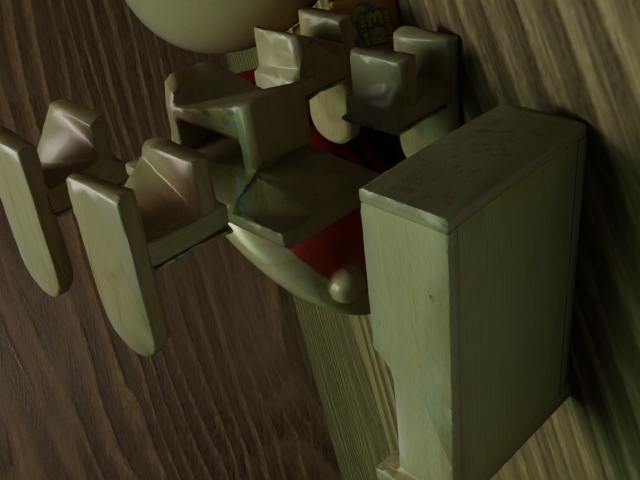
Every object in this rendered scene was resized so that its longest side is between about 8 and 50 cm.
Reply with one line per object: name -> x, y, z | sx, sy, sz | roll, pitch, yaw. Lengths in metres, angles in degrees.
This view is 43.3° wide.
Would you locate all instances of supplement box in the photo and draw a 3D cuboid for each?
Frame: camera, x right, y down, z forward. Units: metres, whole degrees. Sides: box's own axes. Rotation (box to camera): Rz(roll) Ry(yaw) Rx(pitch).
supplement box -> 0.028, -0.235, 0.951 | 0.233, 0.080, 0.078 | -138, 33, -76

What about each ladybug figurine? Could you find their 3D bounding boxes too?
ladybug figurine -> -0.025, -0.084, 1.013 | 0.162, 0.305, 0.449 | -53, 40, 18

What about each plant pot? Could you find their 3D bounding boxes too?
plant pot -> -0.086, -0.361, 0.958 | 0.191, 0.284, 0.284 | 22, 129, 50

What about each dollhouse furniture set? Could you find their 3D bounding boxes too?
dollhouse furniture set -> 0.000, 0.000, 0.682 | 0.394, 0.362, 0.257 | 24, 133, 40
